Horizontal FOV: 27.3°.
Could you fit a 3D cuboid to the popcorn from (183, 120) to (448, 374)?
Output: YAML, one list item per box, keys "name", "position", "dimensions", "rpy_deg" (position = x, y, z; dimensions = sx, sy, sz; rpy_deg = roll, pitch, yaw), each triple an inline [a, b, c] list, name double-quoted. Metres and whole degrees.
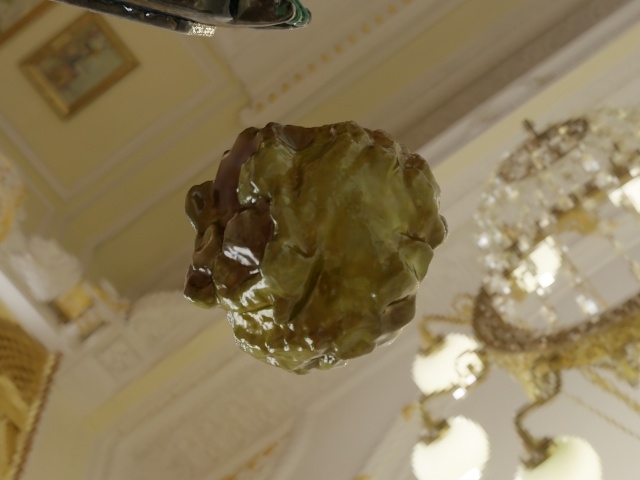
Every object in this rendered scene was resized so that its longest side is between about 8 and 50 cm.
- name: "popcorn"
  position: [-0.004, -0.001, 0.932]
  dimensions: [0.198, 0.155, 0.197]
  rpy_deg: [-31, -144, 26]

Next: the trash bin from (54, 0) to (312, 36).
- name: "trash bin"
  position: [-0.123, -0.385, 1.201]
  dimensions: [0.259, 0.295, 0.381]
  rpy_deg: [-58, 163, -80]
